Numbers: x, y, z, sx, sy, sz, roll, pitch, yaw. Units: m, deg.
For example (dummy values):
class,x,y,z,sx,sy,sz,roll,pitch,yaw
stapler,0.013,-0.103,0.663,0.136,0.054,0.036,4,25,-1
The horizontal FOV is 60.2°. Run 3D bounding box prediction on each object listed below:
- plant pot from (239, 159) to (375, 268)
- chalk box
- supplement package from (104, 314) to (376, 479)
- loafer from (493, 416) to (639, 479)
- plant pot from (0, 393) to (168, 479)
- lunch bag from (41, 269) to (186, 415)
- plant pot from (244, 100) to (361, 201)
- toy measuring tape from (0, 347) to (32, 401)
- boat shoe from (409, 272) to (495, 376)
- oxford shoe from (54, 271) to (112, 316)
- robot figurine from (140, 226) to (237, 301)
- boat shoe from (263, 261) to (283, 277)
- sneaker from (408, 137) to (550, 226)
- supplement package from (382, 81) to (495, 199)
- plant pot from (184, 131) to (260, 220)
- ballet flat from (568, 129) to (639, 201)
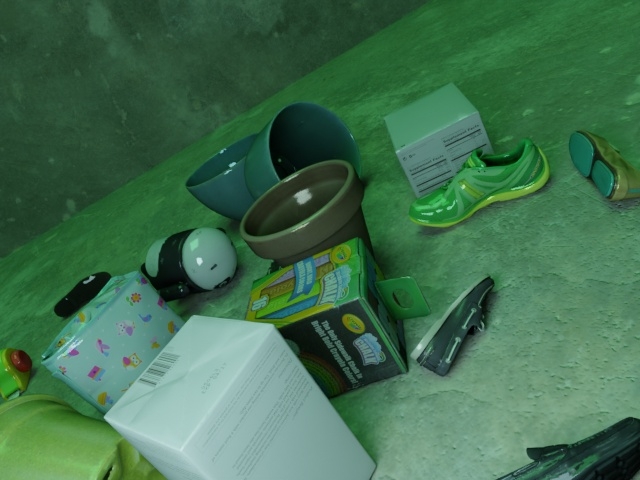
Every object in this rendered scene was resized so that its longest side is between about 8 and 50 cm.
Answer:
class,x,y,z,sx,sy,sz,roll,pitch,yaw
plant pot,0.000,0.000,1.141,0.263,0.229,0.263,-24,27,13
chalk box,0.037,0.130,0.942,0.288,0.180,0.179,-22,28,15
supplement package,-0.091,0.264,0.717,0.175,0.293,0.177,-3,38,43
loafer,0.258,0.256,0.607,0.223,0.076,0.078,-34,34,3
plant pot,-0.395,0.397,0.893,0.253,0.276,0.276,-4,36,24
lunch bag,-0.443,0.235,1.216,0.160,0.223,0.262,-13,33,43
plant pot,-0.073,-0.195,1.513,0.235,0.293,0.293,-21,24,53
toy measuring tape,-0.880,0.389,1.534,0.121,0.121,0.330,-34,27,-4
boat shoe,0.228,0.135,0.888,0.065,0.075,0.206,40,61,17
oxford shoe,-0.804,0.171,1.875,0.212,0.076,0.076,-35,16,-8
robot figurine,-0.349,0.062,1.476,0.278,0.173,0.209,-12,75,34
boat shoe,-0.091,0.101,1.246,0.070,0.078,0.219,-24,20,13
sneaker,0.313,-0.124,1.141,0.295,0.124,0.109,-24,28,16
supplement package,0.286,-0.250,1.361,0.204,0.145,0.262,-25,28,13
plant pot,-0.245,-0.176,1.728,0.290,0.195,0.290,-27,25,14
ballet flat,0.528,-0.137,1.019,0.073,0.080,0.232,2,35,3
